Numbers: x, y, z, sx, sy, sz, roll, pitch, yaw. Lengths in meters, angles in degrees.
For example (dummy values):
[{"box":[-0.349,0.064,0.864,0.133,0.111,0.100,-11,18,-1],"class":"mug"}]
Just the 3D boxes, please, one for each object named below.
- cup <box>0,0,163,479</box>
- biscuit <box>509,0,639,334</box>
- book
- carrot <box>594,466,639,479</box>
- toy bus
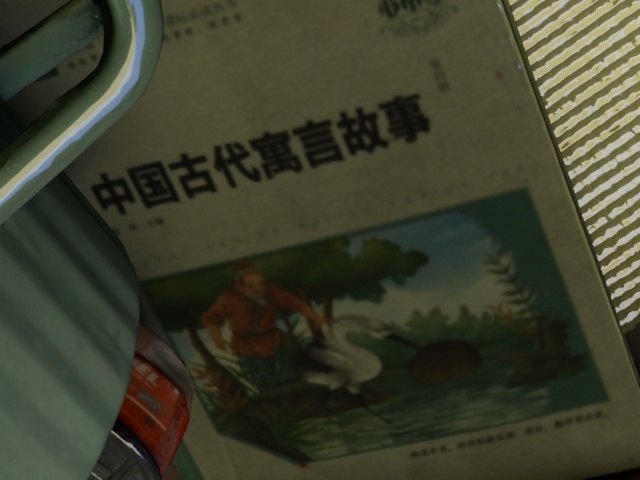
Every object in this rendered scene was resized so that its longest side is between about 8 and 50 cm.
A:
[{"box":[-0.241,-0.048,0.518,0.401,0.310,0.392,-20,126,35],"class":"cup"},{"box":[0.095,-0.053,0.723,0.121,0.040,0.199,-31,114,10],"class":"biscuit"},{"box":[0.000,0.000,0.718,0.215,0.025,0.282,-15,119,19],"class":"book"},{"box":[0.152,0.193,0.753,0.331,0.214,0.193,-25,130,-14],"class":"carrot"},{"box":[-0.111,0.091,0.713,0.079,0.077,0.174,37,133,-7],"class":"toy bus"}]
